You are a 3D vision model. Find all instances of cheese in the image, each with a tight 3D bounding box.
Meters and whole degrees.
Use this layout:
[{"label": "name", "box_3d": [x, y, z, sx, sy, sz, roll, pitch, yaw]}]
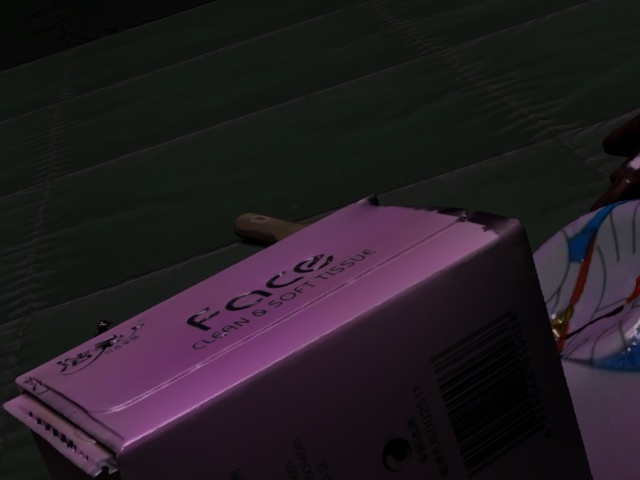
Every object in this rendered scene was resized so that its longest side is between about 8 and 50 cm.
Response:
[{"label": "cheese", "box_3d": [0.116, 0.083, 0.648, 0.329, 0.129, 0.217, -21, 31, 46]}]

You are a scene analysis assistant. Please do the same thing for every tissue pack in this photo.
[{"label": "tissue pack", "box_3d": [0.016, 0.127, 0.447, 0.148, 0.246, 0.092, -27, 21, -26]}]

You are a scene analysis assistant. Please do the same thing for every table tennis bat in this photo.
[{"label": "table tennis bat", "box_3d": [0.000, 0.000, 1.162, 0.131, 0.022, 0.234, -31, 24, -31]}]

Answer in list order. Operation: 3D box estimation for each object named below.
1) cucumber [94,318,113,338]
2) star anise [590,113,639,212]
[{"label": "cucumber", "box_3d": [-0.122, 0.092, 0.973, 0.053, 0.053, 0.181, -26, 19, -23]}, {"label": "star anise", "box_3d": [0.321, -0.084, 0.984, 0.272, 0.103, 0.272, -14, 22, 6]}]
